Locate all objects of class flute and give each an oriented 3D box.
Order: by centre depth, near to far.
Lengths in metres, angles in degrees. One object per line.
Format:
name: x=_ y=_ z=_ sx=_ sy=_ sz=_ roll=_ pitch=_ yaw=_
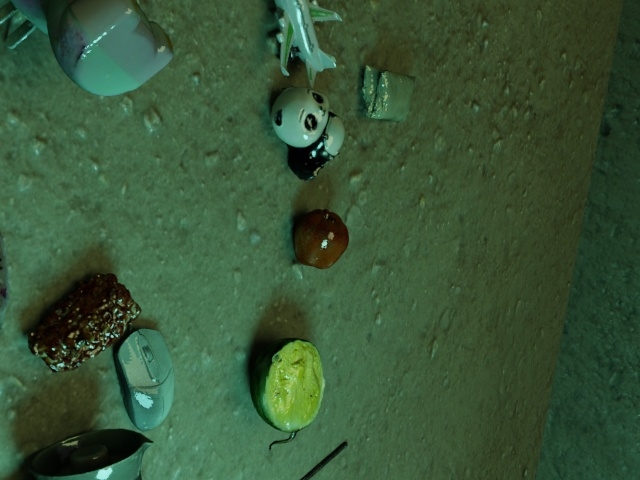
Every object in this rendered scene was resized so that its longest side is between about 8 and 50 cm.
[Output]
flute: x=-0.012 y=0.588 z=2.107 sx=0.269 sy=0.014 sz=0.014 roll=-29 pitch=118 yaw=-45

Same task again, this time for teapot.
teapot: x=-0.406 y=0.536 z=1.457 sx=0.300 sy=0.253 sz=0.344 roll=-10 pitch=98 yaw=-18

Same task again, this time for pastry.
pastry: x=-0.416 y=0.149 z=1.462 sx=0.208 sy=0.115 sz=0.097 roll=-50 pitch=143 yaw=-37

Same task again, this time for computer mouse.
computer mouse: x=-0.334 y=0.269 z=1.609 sx=0.113 sy=0.068 sz=0.229 roll=-27 pitch=116 yaw=-48

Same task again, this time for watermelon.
watermelon: x=-0.087 y=0.330 z=1.879 sx=0.204 sy=0.127 sz=0.232 roll=-13 pitch=104 yaw=-50

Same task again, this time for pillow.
pillow: x=0.178 y=-0.378 z=2.139 sx=0.181 sy=0.077 sz=0.134 roll=-6 pitch=103 yaw=-54

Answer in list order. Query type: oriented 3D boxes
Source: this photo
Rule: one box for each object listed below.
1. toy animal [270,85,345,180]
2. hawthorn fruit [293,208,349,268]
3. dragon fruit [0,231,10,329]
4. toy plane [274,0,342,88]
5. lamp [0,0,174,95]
toy animal: x=-0.032 y=-0.252 z=1.846 sx=0.179 sy=0.138 sz=0.166 roll=58 pitch=36 yaw=-45
hawthorn fruit: x=0.000 y=0.000 z=1.938 sx=0.132 sy=0.132 sz=0.138 roll=-10 pitch=128 yaw=-50
dragon fruit: x=-0.597 y=0.042 z=1.158 sx=0.282 sy=0.204 sz=0.221 roll=18 pitch=53 yaw=-35
toy plane: x=-0.051 y=-0.472 z=1.815 sx=0.251 sy=0.101 sz=0.255 roll=-54 pitch=128 yaw=-38
lamp: x=-0.393 y=-0.359 z=1.287 sx=0.247 sy=0.301 sz=0.247 roll=-38 pitch=157 yaw=7
